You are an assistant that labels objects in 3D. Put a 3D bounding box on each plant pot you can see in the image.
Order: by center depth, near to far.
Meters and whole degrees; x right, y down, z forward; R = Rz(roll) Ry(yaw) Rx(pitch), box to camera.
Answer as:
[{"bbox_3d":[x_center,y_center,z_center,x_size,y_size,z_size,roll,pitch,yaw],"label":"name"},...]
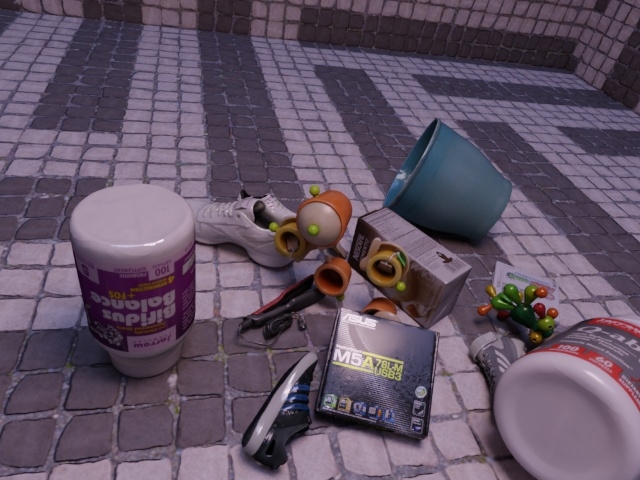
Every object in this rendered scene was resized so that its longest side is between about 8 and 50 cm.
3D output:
[{"bbox_3d":[0.341,-0.137,1.233,0.255,0.272,0.272,29,39,-3],"label":"plant pot"}]

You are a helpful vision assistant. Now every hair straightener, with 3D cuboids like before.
[{"bbox_3d":[-0.065,0.141,0.924,0.089,0.047,0.230,37,39,28],"label":"hair straightener"}]

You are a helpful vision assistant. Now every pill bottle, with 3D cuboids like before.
[{"bbox_3d":[-0.284,0.077,0.742,0.169,0.302,0.169,7,38,-5],"label":"pill bottle"},{"bbox_3d":[0.468,0.246,0.785,0.362,0.210,0.210,-9,41,-42],"label":"pill bottle"}]

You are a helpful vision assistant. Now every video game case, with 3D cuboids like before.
[{"bbox_3d":[0.490,0.122,1.123,0.157,0.019,0.143,21,39,11],"label":"video game case"}]

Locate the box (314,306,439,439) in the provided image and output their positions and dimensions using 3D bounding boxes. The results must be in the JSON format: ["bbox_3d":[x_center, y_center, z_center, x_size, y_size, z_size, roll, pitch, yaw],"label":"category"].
[{"bbox_3d":[0.101,0.227,0.814,0.190,0.045,0.184,14,65,3],"label":"box"}]

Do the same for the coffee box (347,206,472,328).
[{"bbox_3d":[0.185,0.054,1.030,0.098,0.141,0.246,-24,49,-36],"label":"coffee box"}]

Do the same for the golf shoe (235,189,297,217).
[{"bbox_3d":[-0.119,-0.068,1.144,0.185,0.086,0.068,13,37,-1],"label":"golf shoe"}]

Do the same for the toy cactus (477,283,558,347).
[{"bbox_3d":[0.424,0.171,0.957,0.112,0.219,0.181,-37,95,-8],"label":"toy cactus"}]

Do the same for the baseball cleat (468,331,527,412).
[{"bbox_3d":[0.329,0.249,0.894,0.109,0.072,0.206,20,29,23],"label":"baseball cleat"}]

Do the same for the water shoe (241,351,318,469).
[{"bbox_3d":[-0.047,0.274,0.765,0.080,0.073,0.203,40,46,0],"label":"water shoe"}]

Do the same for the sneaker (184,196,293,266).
[{"bbox_3d":[-0.191,-0.054,1.053,0.304,0.152,0.114,18,44,9],"label":"sneaker"}]

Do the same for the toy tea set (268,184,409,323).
[{"bbox_3d":[0.045,0.056,0.893,0.336,0.200,0.124,43,33,0],"label":"toy tea set"}]

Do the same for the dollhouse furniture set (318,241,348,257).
[{"bbox_3d":[0.000,0.000,1.088,0.058,0.152,0.076,-45,50,-3],"label":"dollhouse furniture set"}]
